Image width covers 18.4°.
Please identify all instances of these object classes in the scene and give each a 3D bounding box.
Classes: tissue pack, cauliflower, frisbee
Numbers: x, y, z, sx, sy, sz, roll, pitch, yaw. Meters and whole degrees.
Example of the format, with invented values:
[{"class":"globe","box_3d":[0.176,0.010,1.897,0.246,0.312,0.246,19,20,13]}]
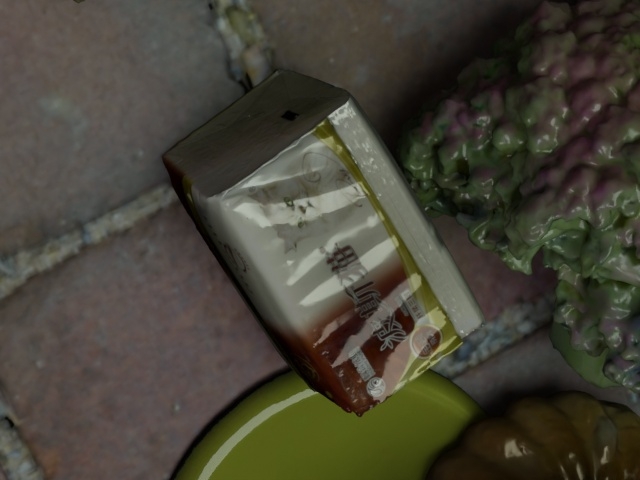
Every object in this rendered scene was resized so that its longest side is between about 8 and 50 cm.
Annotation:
[{"class":"tissue pack","box_3d":[-0.001,0.000,1.041,0.099,0.106,0.149,-37,113,-10]},{"class":"cauliflower","box_3d":[0.176,0.000,1.073,0.239,0.256,0.315,-16,139,-21]},{"class":"frisbee","box_3d":[0.012,0.180,1.140,0.236,0.017,0.236,-6,105,-21]}]

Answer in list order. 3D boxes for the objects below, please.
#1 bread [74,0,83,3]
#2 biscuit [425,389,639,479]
[{"class":"bread","box_3d":[-0.065,-0.251,0.942,0.152,0.130,0.268,-10,107,-10]},{"class":"biscuit","box_3d":[0.124,0.153,1.136,0.183,0.061,0.118,-32,111,-12]}]
